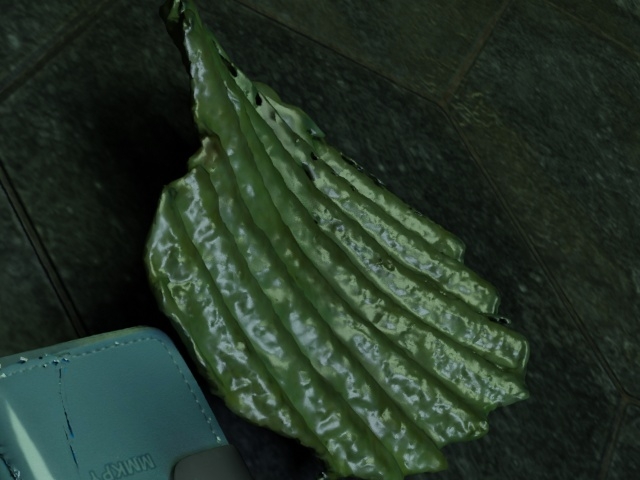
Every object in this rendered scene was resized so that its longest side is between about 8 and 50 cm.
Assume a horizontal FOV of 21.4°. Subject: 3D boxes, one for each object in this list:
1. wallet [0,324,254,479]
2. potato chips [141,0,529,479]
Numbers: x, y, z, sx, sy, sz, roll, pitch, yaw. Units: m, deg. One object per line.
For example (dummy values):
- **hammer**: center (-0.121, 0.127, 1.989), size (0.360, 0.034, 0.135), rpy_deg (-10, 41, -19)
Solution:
- **wallet**: center (-0.108, 0.176, 1.003), size (0.176, 0.075, 0.250), rpy_deg (-11, 65, -48)
- **potato chips**: center (0.004, 0.004, 1.248), size (0.389, 0.097, 0.373), rpy_deg (37, 32, -36)
